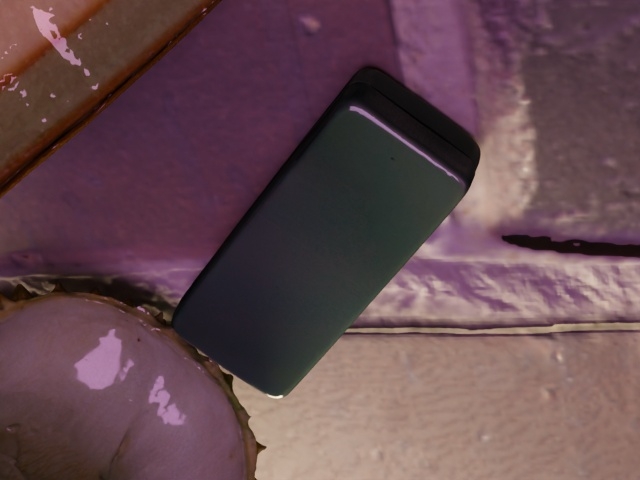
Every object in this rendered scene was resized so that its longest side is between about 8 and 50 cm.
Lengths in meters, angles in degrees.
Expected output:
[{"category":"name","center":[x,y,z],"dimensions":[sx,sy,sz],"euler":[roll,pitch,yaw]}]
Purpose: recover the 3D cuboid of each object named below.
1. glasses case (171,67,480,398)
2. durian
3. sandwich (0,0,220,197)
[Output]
[{"category":"glasses case","center":[0.000,0.000,0.932],"dimensions":[0.078,0.039,0.184],"euler":[35,125,-6]},{"category":"durian","center":[-0.133,0.105,0.985],"dimensions":[0.252,0.139,0.144],"euler":[37,121,-7]},{"category":"sandwich","center":[-0.127,-0.110,0.841],"dimensions":[0.187,0.144,0.117],"euler":[-30,111,32]}]
